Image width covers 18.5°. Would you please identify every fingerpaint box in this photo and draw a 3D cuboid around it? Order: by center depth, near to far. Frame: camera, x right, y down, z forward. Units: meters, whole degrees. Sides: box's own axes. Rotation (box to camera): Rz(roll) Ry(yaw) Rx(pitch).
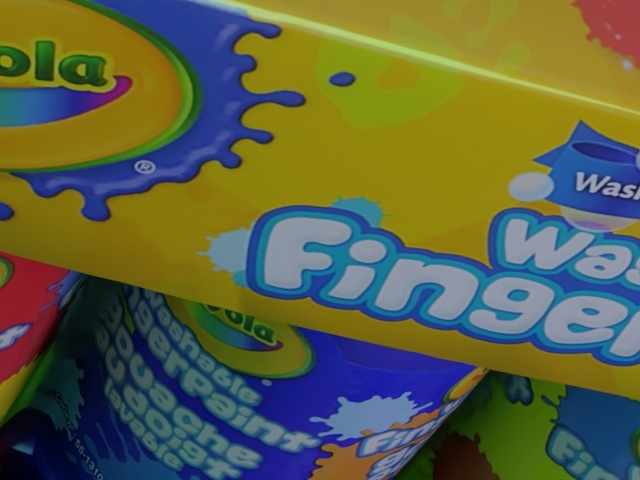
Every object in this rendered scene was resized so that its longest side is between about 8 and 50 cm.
[{"bbox_3d":[0.000,0.000,0.668,0.444,0.163,0.371,13,143,-17],"label":"fingerpaint box"}]
